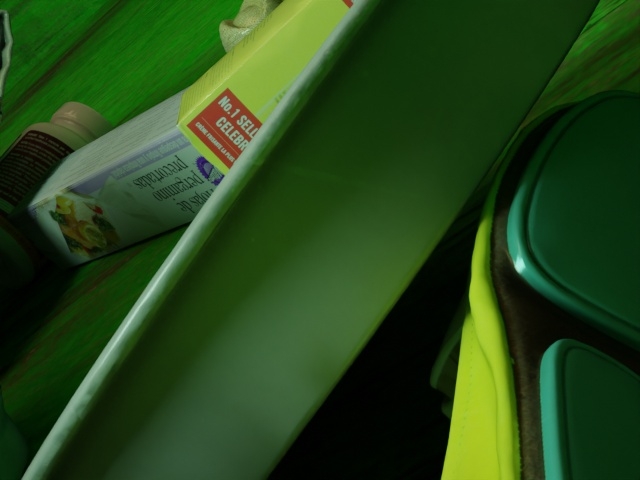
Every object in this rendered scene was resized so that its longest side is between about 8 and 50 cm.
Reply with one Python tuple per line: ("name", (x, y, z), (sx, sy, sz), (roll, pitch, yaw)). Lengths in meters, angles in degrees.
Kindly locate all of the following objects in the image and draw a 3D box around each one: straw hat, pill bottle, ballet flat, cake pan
("straw hat", (-0.038, -0.142, 1.065), (0.144, 0.061, 0.144), (-41, 17, 16))
("pill bottle", (-0.231, -0.040, 1.242), (0.086, 0.086, 0.152), (-19, 30, 56))
("ballet flat", (0.057, 0.042, 0.379), (0.077, 0.077, 0.231), (-50, 12, 34))
("cake pan", (0.000, 0.000, 0.498), (0.293, 0.054, 0.293), (-55, -1, -1))

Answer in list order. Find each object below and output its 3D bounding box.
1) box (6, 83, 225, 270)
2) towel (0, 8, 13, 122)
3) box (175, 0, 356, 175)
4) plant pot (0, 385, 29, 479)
("box", (-0.119, -0.043, 1.016), (0.324, 0.063, 0.067), (-18, 32, 57))
("towel", (-0.315, 0.010, 1.177), (0.324, 0.056, 0.312), (-25, 52, 59))
("box", (0.036, -0.114, 0.775), (0.232, 0.087, 0.058), (-40, 17, 15))
("plant pot", (-0.284, 0.111, 0.807), (0.293, 0.196, 0.293), (-40, 17, 15))
